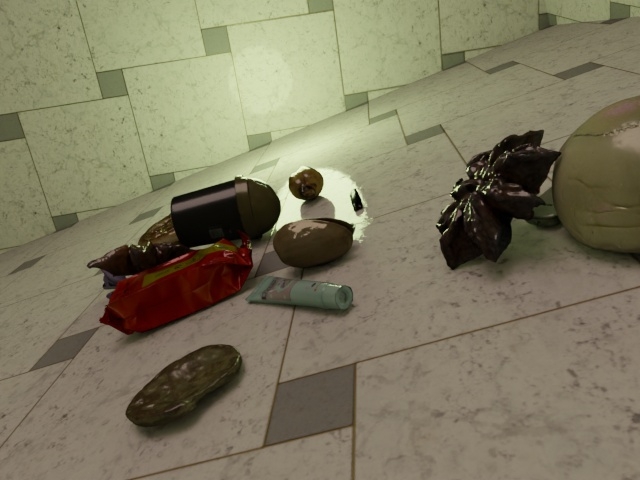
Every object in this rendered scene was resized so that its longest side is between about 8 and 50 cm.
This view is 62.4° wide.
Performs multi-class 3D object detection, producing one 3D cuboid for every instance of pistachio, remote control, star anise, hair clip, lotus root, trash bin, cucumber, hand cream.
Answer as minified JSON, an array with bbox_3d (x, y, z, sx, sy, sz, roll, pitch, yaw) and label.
[{"bbox_3d":[-0.016,0.001,1.336,0.205,0.132,0.130,-15,30,8],"label":"pistachio"},{"bbox_3d":[0.560,-0.114,1.159,0.309,0.038,0.090,-33,23,-26],"label":"remote control"},{"bbox_3d":[0.339,-0.087,1.065,0.332,0.117,0.332,-59,7,12],"label":"star anise"},{"bbox_3d":[-0.638,0.137,1.712,0.137,0.091,0.278,-21,24,-34],"label":"hair clip"},{"bbox_3d":[-0.512,0.061,1.586,0.292,0.109,0.349,-1,-5,-4],"label":"star anise"},{"bbox_3d":[-0.051,-0.200,1.882,0.125,0.118,0.221,-53,21,11],"label":"lotus root"},{"bbox_3d":[-0.291,-0.093,1.701,0.333,0.214,0.214,-14,21,4],"label":"trash bin"},{"bbox_3d":[0.111,-0.130,1.658,0.033,0.034,0.135,-16,22,4],"label":"cucumber"},{"bbox_3d":[-0.054,0.121,1.199,0.331,0.058,0.085,-3,44,52],"label":"hand cream"}]

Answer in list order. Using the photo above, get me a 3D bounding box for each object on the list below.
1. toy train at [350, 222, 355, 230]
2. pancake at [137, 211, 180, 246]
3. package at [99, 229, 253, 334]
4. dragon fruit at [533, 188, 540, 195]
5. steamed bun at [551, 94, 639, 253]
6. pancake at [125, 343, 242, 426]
[{"bbox_3d":[0.000,0.000,1.434,0.207,0.047,0.043,-19,22,6],"label":"toy train"},{"bbox_3d":[-0.560,-0.065,2.129,0.381,0.071,0.382,-20,21,8],"label":"pancake"},{"bbox_3d":[-0.369,0.115,1.419,0.423,0.123,0.196,-24,21,-5],"label":"package"},{"bbox_3d":[0.459,-0.130,1.244,0.086,0.081,0.116,-35,23,-4],"label":"dragon fruit"},{"bbox_3d":[0.571,-0.136,0.929,0.311,0.233,0.334,-5,25,36],"label":"steamed bun"},{"bbox_3d":[-0.260,0.279,1.026,0.222,0.042,0.236,-14,19,33],"label":"pancake"}]
